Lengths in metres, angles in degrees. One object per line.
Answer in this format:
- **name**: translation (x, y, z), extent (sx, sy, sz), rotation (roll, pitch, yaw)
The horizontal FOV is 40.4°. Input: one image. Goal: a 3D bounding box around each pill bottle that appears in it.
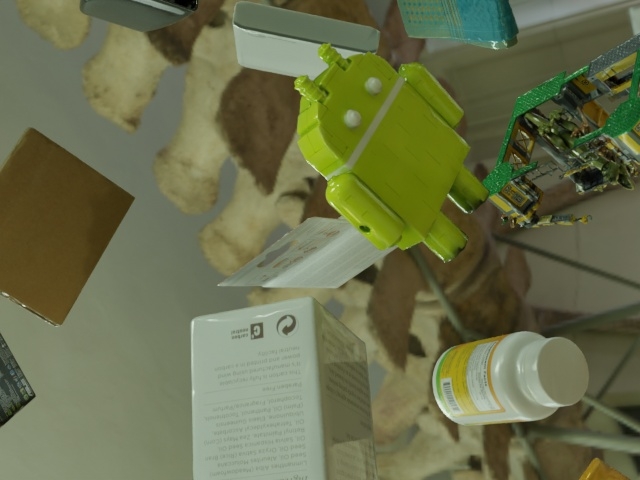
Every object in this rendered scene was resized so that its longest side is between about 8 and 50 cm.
- **pill bottle**: translation (0.299, 0.218, 1.373), extent (0.136, 0.245, 0.136), rotation (8, -107, -26)

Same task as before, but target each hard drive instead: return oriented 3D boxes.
- **hard drive**: translation (-0.033, -0.338, 1.537), extent (0.353, 0.233, 0.047), rotation (-164, 85, -86)

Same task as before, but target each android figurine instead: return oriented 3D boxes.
- **android figurine**: translation (0.081, -0.107, 0.998), extent (0.273, 0.056, 0.248), rotation (45, -128, -15)

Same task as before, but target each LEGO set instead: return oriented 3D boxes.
- **LEGO set**: translation (0.402, -0.121, 1.203), extent (0.192, 0.331, 0.255), rotation (36, -133, -20)

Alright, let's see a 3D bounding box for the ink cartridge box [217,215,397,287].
- **ink cartridge box**: translation (0.000, 0.000, 1.100), extent (0.224, 0.181, 0.056), rotation (6, -123, -47)

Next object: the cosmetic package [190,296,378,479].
- **cosmetic package**: translation (-0.029, 0.320, 1.008), extent (0.230, 0.161, 0.453), rotation (48, -146, -62)

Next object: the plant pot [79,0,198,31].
- **plant pot**: translation (-0.333, -0.473, 1.530), extent (0.188, 0.167, 0.187), rotation (12, -111, -33)

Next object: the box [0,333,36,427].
- **box**: translation (-0.621, 0.251, 1.572), extent (0.191, 0.045, 0.184), rotation (64, -156, -12)

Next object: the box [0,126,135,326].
- **box**: translation (-0.347, -0.017, 1.091), extent (0.164, 0.021, 0.201), rotation (36, -118, -23)

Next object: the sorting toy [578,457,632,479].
- **sorting toy**: translation (0.410, 0.337, 0.926), extent (0.196, 0.347, 0.047), rotation (-67, 16, 5)

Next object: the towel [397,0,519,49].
- **towel**: translation (0.161, -0.466, 1.275), extent (0.040, 0.271, 0.370), rotation (-31, -61, -18)
